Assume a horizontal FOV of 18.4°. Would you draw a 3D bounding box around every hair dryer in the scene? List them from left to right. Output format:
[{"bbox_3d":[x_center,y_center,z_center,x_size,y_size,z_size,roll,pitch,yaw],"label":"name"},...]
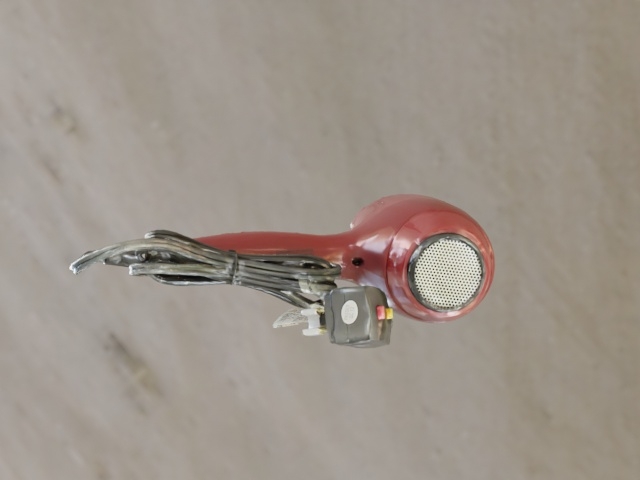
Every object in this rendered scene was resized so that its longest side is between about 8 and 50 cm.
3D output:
[{"bbox_3d":[0.000,0.000,1.263,0.223,0.293,0.080,15,99,25],"label":"hair dryer"}]
